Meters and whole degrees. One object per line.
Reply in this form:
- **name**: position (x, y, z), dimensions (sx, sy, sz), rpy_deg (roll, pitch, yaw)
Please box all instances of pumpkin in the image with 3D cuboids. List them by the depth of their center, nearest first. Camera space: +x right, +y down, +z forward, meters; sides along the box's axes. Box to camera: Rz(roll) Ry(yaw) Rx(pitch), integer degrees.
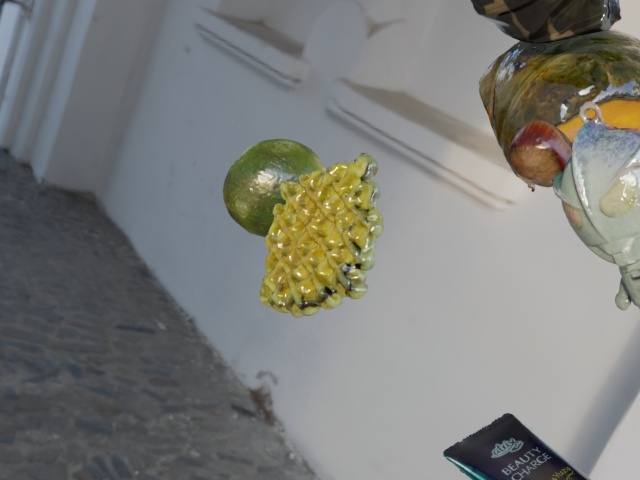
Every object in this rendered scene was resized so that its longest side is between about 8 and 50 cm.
- **pumpkin**: position (0.417, -0.200, 1.202), dimensions (0.303, 0.256, 0.225), rpy_deg (20, 36, -40)

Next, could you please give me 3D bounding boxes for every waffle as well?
- **waffle**: position (0.002, 0.002, 1.002), dimensions (0.054, 0.204, 0.223), rpy_deg (25, -24, -36)

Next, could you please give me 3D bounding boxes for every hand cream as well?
- **hand cream**: position (0.276, 0.307, 0.938), dimensions (0.120, 0.061, 0.270), rpy_deg (-25, 29, -20)

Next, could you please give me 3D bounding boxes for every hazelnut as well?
- **hazelnut**: position (0.278, -0.109, 0.960), dimensions (0.086, 0.086, 0.086), rpy_deg (20, 16, -6)

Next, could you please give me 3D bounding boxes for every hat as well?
- **hat**: position (0.250, -0.461, 0.952), dimensions (0.381, 0.257, 0.366), rpy_deg (33, 39, -55)

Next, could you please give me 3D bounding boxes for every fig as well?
- **fig**: position (-0.047, -0.073, 1.451), dimensions (0.235, 0.203, 0.203), rpy_deg (32, 19, 25)

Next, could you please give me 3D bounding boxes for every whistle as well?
- **whistle**: position (0.361, 0.006, 0.853), dimensions (0.133, 0.142, 0.346), rpy_deg (-21, 87, -54)
